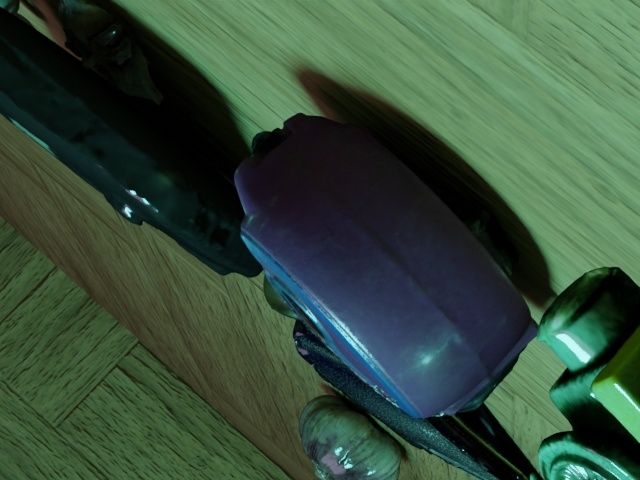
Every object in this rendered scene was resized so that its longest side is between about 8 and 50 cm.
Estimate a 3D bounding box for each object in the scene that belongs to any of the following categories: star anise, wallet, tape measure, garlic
[{"bbox_3d":[-0.192,-0.173,1.741,0.129,0.056,0.124,43,168,4],"label":"star anise"},{"bbox_3d":[0.110,0.176,1.984,0.221,0.071,0.262,20,158,52],"label":"wallet"},{"bbox_3d":[0.045,0.013,1.410,0.245,0.149,0.231,44,174,36],"label":"tape measure"},{"bbox_3d":[0.033,0.279,2.506,0.159,0.102,0.147,39,169,25],"label":"garlic"}]

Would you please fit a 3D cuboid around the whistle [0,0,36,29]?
[{"bbox_3d":[-0.403,-0.282,2.031,0.236,0.077,0.114,38,-168,34],"label":"whistle"}]

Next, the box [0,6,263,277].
[{"bbox_3d":[-0.214,-0.103,1.827,0.359,0.091,0.350,37,-179,21],"label":"box"}]

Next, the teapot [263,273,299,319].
[{"bbox_3d":[-0.003,0.046,1.866,0.068,0.076,0.121,21,-176,42],"label":"teapot"}]

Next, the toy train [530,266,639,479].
[{"bbox_3d":[0.289,0.155,0.980,0.397,0.160,0.253,47,154,-4],"label":"toy train"}]
